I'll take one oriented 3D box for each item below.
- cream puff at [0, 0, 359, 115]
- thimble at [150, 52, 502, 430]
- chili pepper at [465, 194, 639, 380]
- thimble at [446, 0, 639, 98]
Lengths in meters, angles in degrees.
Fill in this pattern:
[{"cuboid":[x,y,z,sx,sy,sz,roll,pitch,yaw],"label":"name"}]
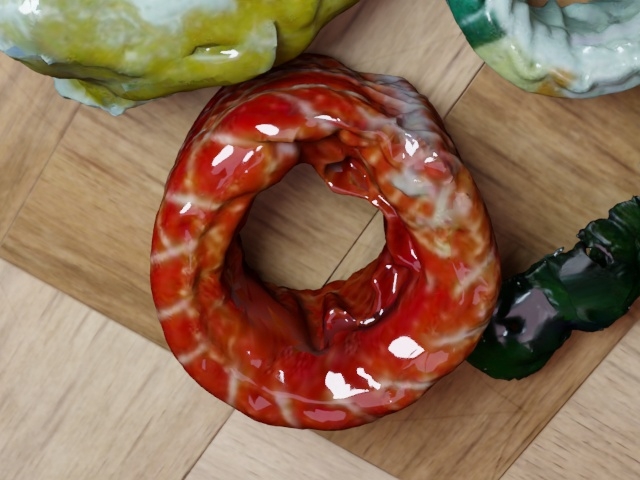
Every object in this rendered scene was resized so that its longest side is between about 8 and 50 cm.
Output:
[{"cuboid":[-0.154,-0.298,0.813,0.378,0.275,0.378,-10,127,-13],"label":"cream puff"},{"cuboid":[0.000,0.000,0.956,0.350,0.230,0.350,0,113,-1],"label":"thimble"},{"cuboid":[0.262,0.063,1.043,0.264,0.116,0.148,-36,111,14],"label":"chili pepper"},{"cuboid":[0.252,-0.272,0.880,0.288,0.167,0.254,-25,111,10],"label":"thimble"}]
